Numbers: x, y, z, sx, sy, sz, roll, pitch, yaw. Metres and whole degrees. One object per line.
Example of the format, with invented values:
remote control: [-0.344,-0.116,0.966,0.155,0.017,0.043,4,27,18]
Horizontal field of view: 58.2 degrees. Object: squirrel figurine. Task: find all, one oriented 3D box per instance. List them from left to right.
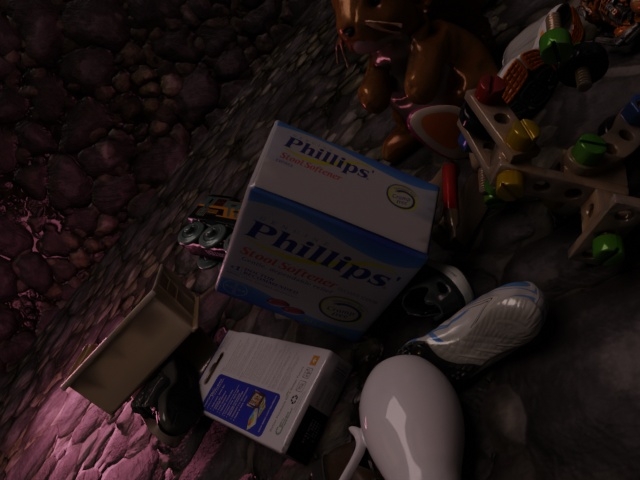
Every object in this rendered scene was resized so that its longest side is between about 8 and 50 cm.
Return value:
squirrel figurine: [0.188,-0.424,1.164,0.281,0.370,0.397,-5,50,54]

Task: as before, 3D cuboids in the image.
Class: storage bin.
storage bin: [-0.396,0.205,1.248,0.262,0.123,0.260,-47,15,0]

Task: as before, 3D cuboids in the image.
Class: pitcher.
pitcher: [0.089,0.247,0.684,0.178,0.125,0.207,-10,40,2]

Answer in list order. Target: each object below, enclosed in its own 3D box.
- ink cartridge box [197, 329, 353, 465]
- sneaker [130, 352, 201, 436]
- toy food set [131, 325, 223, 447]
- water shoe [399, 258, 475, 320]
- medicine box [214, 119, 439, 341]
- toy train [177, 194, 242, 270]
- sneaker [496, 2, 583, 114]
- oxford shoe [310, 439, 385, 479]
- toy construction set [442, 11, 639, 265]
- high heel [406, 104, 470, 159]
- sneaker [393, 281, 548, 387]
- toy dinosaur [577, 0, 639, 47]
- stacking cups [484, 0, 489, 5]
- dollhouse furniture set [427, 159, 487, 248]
ink cartridge box: [-0.109,0.266,1.047,0.371,0.069,0.175,-1,54,53]
sneaker: [-0.300,0.324,1.108,0.130,0.087,0.227,-50,25,5]
toy food set: [-0.321,0.299,1.314,0.219,0.092,0.306,-52,35,-8]
water shoe: [0.146,0.070,0.865,0.080,0.073,0.203,-31,9,-15]
medicine box: [0.000,0.000,0.904,0.289,0.264,0.149,118,171,-52]
toy train: [-0.211,-0.019,1.438,0.334,0.142,0.190,9,53,39]
sneaker: [0.379,-0.321,1.073,0.262,0.099,0.121,-49,18,-17]
oxford shoe: [0.054,0.331,0.704,0.096,0.083,0.227,-40,29,7]
toy construction set: [0.282,-0.067,0.759,0.309,0.257,0.237,-37,40,51]
high heel: [0.220,-0.180,0.967,0.117,0.244,0.082,29,113,57]
sneaker: [0.198,0.131,0.769,0.237,0.085,0.086,-37,-6,34]
toy dinosaur: [0.548,-0.394,0.893,0.322,0.164,0.218,43,107,45]
stacking cups: [0.372,-0.591,1.439,0.316,0.096,0.096,-49,26,11]
dollhouse furniture set: [0.184,-0.072,0.995,0.123,0.144,0.151,-53,12,-19]
